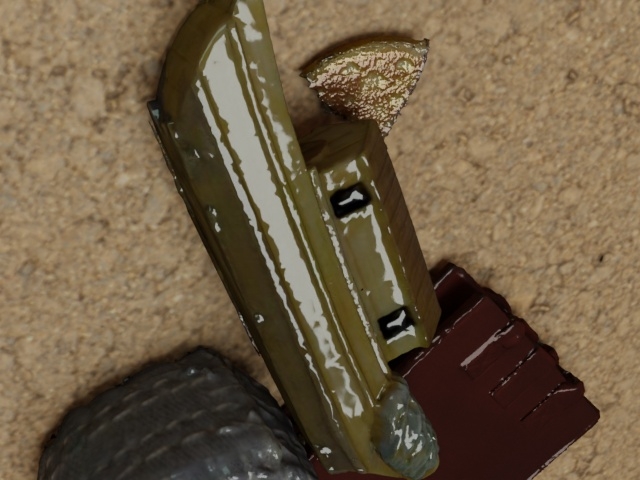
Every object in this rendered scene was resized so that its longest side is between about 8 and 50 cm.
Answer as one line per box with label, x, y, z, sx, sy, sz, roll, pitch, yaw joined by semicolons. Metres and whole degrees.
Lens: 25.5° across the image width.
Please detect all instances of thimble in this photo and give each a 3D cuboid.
thimble;-0.124;0.220;1.214;0.236;0.172;0.205;-47;132;12

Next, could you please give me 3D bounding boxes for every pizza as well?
pizza;0.028;-0.130;1.144;0.099;0.029;0.100;12;113;-23

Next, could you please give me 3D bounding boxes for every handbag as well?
handbag;0.110;0.183;1.359;0.275;0.084;0.260;-44;129;6

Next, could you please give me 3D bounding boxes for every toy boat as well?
toy boat;0.000;0.000;1.111;0.162;0.136;0.445;-28;116;-11
